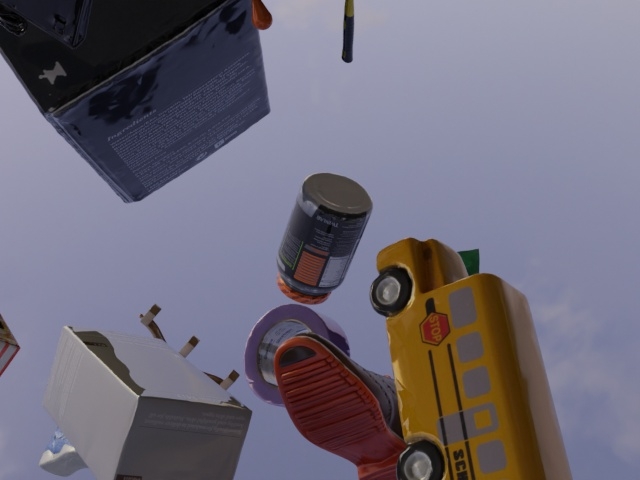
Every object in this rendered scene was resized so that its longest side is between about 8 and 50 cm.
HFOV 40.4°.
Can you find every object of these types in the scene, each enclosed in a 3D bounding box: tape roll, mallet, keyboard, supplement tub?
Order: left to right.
[{"bbox_3d":[-0.294,-0.247,0.810,0.180,0.108,0.023,33,-138,2],"label":"keyboard"},{"bbox_3d":[-0.044,0.217,1.612,0.189,0.189,0.080,54,-167,33],"label":"tape roll"},{"bbox_3d":[0.000,0.000,1.349,0.117,0.190,0.117,15,-146,-10],"label":"supplement tub"},{"bbox_3d":[0.039,-0.273,1.046,0.039,0.190,0.062,-26,-121,-12],"label":"mallet"}]

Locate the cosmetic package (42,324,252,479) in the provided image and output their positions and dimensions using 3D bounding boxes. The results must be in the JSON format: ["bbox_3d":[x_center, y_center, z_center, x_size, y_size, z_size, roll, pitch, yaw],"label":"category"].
[{"bbox_3d":[-0.183,0.170,0.882,0.127,0.107,0.238,15,-179,-36],"label":"cosmetic package"}]

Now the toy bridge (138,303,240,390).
[{"bbox_3d":[-0.222,0.181,1.418,0.188,0.063,0.026,40,-150,-3],"label":"toy bridge"}]

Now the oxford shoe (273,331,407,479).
[{"bbox_3d":[0.042,0.179,0.943,0.271,0.097,0.098,53,-149,-30],"label":"oxford shoe"}]

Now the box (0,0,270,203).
[{"bbox_3d":[-0.323,-0.358,1.211,0.297,0.472,0.480,-35,-97,-5],"label":"box"}]

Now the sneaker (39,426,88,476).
[{"bbox_3d":[-0.274,0.227,1.032,0.058,0.152,0.085,34,-128,-28],"label":"sneaker"}]

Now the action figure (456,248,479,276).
[{"bbox_3d":[0.281,0.142,1.802,0.063,0.137,0.232,37,-137,-60],"label":"action figure"}]

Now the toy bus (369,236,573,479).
[{"bbox_3d":[0.143,0.149,0.820,0.108,0.130,0.333,30,-136,-46],"label":"toy bus"}]

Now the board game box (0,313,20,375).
[{"bbox_3d":[-0.351,0.031,0.722,0.146,0.045,0.193,31,-172,-47],"label":"board game box"}]

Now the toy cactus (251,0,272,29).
[{"bbox_3d":[-0.013,-0.297,0.844,0.180,0.219,0.112,-40,-73,-29],"label":"toy cactus"}]
